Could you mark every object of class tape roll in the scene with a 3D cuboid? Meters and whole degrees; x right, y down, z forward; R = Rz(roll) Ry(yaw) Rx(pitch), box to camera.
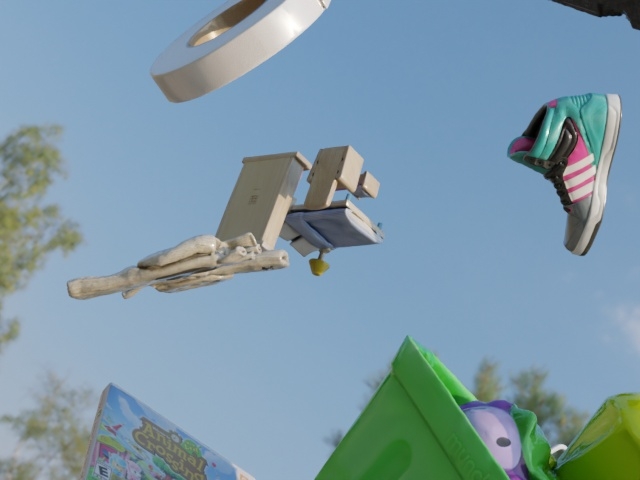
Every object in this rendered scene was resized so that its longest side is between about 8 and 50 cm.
[{"bbox_3d":[-0.159,-0.411,2.144,0.392,0.392,0.072,0,-51,55],"label":"tape roll"}]

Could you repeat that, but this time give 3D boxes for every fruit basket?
[{"bbox_3d":[0.230,0.235,0.944,0.392,0.392,0.283,12,-24,46],"label":"fruit basket"}]

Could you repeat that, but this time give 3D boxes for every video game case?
[{"bbox_3d":[-0.156,0.263,1.160,0.212,0.023,0.193,38,17,-17],"label":"video game case"}]

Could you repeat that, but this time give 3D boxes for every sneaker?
[{"bbox_3d":[0.415,-0.121,1.916,0.179,0.124,0.295,7,-72,2],"label":"sneaker"}]

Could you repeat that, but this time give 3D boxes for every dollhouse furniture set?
[{"bbox_3d":[0.000,0.000,2.010,0.286,0.198,0.303,-3,-32,40],"label":"dollhouse furniture set"}]

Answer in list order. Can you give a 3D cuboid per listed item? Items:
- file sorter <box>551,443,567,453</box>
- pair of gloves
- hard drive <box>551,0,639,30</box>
[{"bbox_3d":[0.288,0.376,1.468,0.278,0.193,0.173,7,-71,44],"label":"file sorter"},{"bbox_3d":[-0.152,0.027,1.214,0.240,0.204,0.042,12,65,-77],"label":"pair of gloves"},{"bbox_3d":[0.336,-0.419,1.368,0.237,0.064,0.339,28,-18,34],"label":"hard drive"}]
